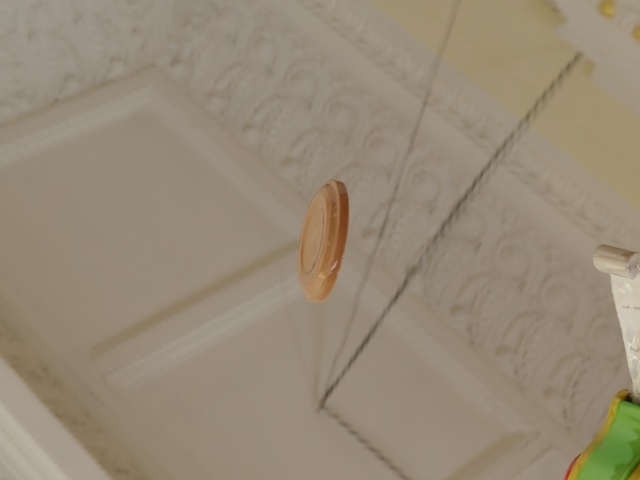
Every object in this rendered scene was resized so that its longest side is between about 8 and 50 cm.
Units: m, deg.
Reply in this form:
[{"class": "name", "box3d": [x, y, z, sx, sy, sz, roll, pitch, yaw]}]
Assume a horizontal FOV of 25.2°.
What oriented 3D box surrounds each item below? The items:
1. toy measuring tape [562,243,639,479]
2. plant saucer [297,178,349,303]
[{"class": "toy measuring tape", "box3d": [0.248, 0.170, 1.195, 0.121, 0.330, 0.121, -13, -155, 6]}, {"class": "plant saucer", "box3d": [0.000, 0.000, 0.952, 0.013, 0.083, 0.083, 9, -137, -15]}]
